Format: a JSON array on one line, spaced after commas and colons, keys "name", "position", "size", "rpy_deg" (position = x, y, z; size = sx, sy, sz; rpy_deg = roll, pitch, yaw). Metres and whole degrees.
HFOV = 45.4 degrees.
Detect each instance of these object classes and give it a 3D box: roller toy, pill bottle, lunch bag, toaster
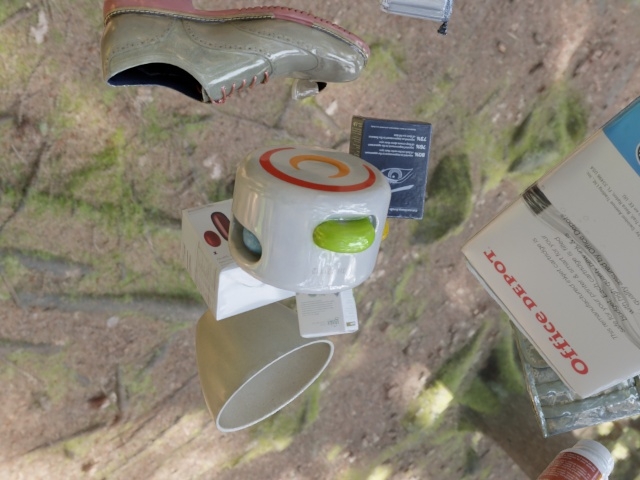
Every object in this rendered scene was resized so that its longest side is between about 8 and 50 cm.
[{"name": "roller toy", "position": [-0.016, -0.026, 0.960], "size": [0.209, 0.191, 0.146], "rpy_deg": [-54, 157, -62]}, {"name": "pill bottle", "position": [0.536, 0.524, 1.637], "size": [0.216, 0.121, 0.121], "rpy_deg": [-32, 146, -36]}, {"name": "lunch bag", "position": [0.554, 0.249, 1.665], "size": [0.235, 0.287, 0.169], "rpy_deg": [-16, -171, 9]}, {"name": "toaster", "position": [0.196, -0.529, 1.521], "size": [0.146, 0.129, 0.227], "rpy_deg": [7, 116, 2]}]

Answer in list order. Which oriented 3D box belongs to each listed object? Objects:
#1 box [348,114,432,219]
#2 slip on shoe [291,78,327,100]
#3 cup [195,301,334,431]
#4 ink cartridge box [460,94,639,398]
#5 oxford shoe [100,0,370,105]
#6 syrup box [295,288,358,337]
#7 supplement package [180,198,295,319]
[{"name": "box", "position": [0.141, -0.155, 1.625], "size": [0.153, 0.108, 0.207], "rpy_deg": [3, 101, -12]}, {"name": "slip on shoe", "position": [-0.025, -0.351, 1.761], "size": [0.135, 0.041, 0.051], "rpy_deg": [-34, 130, -63]}, {"name": "cup", "position": [-0.167, 0.260, 1.838], "size": [0.331, 0.237, 0.331], "rpy_deg": [-31, 155, -16]}, {"name": "ink cartridge box", "position": [0.419, -0.002, 1.016], "size": [0.166, 0.285, 0.395], "rpy_deg": [-31, 170, -38]}, {"name": "oxford shoe", "position": [-0.108, -0.226, 0.992], "size": [0.348, 0.130, 0.123], "rpy_deg": [5, 163, -7]}, {"name": "syrup box", "position": [0.005, 0.067, 1.495], "size": [0.093, 0.237, 0.096], "rpy_deg": [-9, 174, 17]}, {"name": "supplement package", "position": [-0.174, 0.029, 1.651], "size": [0.194, 0.203, 0.149], "rpy_deg": [-16, 138, -27]}]
